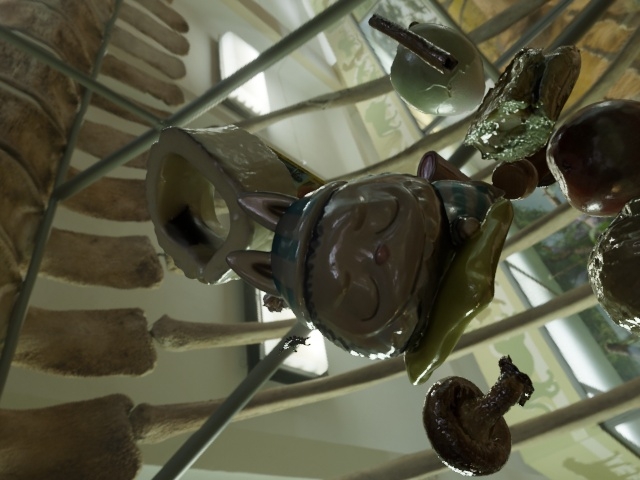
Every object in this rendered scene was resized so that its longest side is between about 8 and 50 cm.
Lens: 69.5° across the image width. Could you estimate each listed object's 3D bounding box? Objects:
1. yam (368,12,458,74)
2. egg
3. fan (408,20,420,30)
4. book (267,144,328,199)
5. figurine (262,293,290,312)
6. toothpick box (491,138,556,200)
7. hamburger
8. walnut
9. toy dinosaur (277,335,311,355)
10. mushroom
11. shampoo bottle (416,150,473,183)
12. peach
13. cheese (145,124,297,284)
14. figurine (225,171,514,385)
[{"bbox_3d":[0.210,-0.477,1.099,0.045,0.045,0.327,-17,-134,-19],"label":"yam"},{"bbox_3d":[0.406,-0.565,1.572,0.336,0.278,0.278,35,-155,7],"label":"egg"},{"bbox_3d":[0.333,-0.745,1.644,0.060,0.080,0.003,45,167,1],"label":"fan"},{"bbox_3d":[-0.115,-0.227,1.905,0.374,0.262,0.028,30,-123,-20],"label":"book"},{"bbox_3d":[-0.203,0.297,2.220,0.137,0.229,0.112,-1,-89,-43],"label":"figurine"},{"bbox_3d":[0.752,-0.255,1.665,0.294,0.192,0.192,-30,-102,-35],"label":"toothpick box"},{"bbox_3d":[0.415,-0.286,0.941,0.132,0.211,0.309,31,174,3],"label":"hamburger"},{"bbox_3d":[0.519,0.037,0.651,0.248,0.248,0.248,36,-151,-24],"label":"walnut"},{"bbox_3d":[-0.124,0.467,2.081,0.082,0.209,0.039,41,-150,-26],"label":"toy dinosaur"},{"bbox_3d":[0.547,0.621,1.573,0.334,0.356,0.331,-36,-77,-51],"label":"mushroom"},{"bbox_3d":[0.380,-0.156,1.321,0.260,0.064,0.102,25,-107,-37],"label":"shampoo bottle"},{"bbox_3d":[0.622,-0.178,1.001,0.252,0.252,0.252,36,-151,-24],"label":"peach"},{"bbox_3d":[-0.201,-0.066,0.921,0.153,0.292,0.332,-15,-138,-44],"label":"cheese"},{"bbox_3d":[0.060,-0.024,0.682,0.378,0.266,0.361,27,-147,10],"label":"figurine"}]
